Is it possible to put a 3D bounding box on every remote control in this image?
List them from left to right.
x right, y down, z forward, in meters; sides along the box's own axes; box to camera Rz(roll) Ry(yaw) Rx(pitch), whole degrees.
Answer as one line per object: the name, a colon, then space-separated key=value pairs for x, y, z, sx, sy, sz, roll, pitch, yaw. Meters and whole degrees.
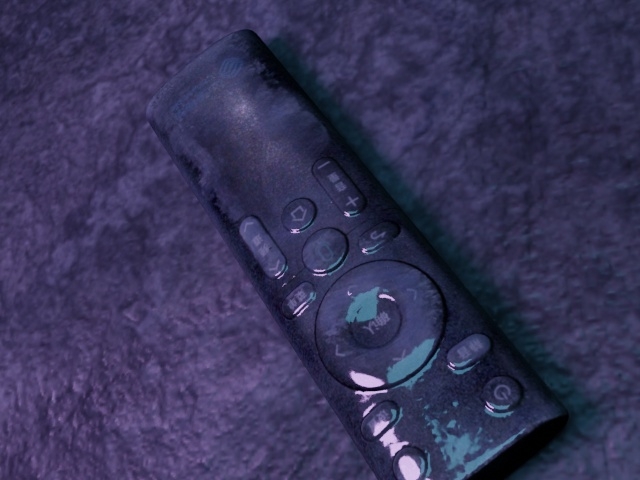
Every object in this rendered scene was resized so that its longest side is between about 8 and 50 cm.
remote control: x=0.000 y=0.000 z=0.608 sx=0.107 sy=0.044 sz=0.377 roll=-41 pitch=54 yaw=8
